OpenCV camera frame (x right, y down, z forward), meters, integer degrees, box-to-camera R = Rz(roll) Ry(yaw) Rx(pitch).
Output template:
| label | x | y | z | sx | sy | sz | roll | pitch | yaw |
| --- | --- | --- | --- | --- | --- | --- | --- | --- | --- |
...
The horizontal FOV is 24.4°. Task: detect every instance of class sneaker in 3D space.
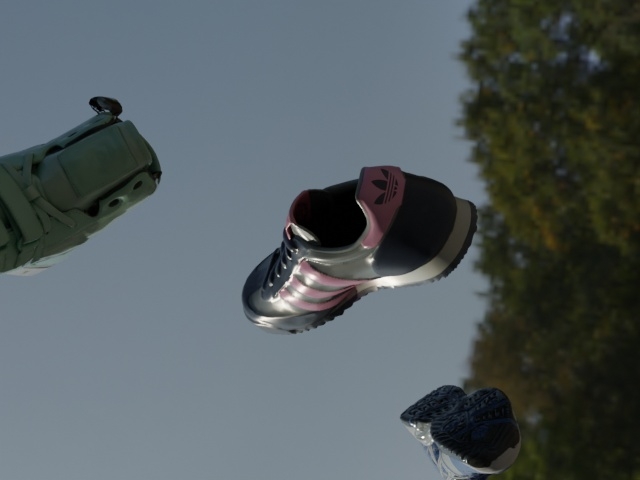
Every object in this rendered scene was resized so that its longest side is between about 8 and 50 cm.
| label | x | y | z | sx | sy | sz | roll | pitch | yaw |
| --- | --- | --- | --- | --- | --- | --- | --- | --- | --- |
| sneaker | -0.197 | -0.038 | 0.972 | 0.094 | 0.151 | 0.256 | 57 | -164 | 5 |
| sneaker | 0.143 | 0.186 | 1.359 | 0.081 | 0.080 | 0.211 | 58 | 172 | -7 |
| sneaker | 0.000 | 0.000 | 1.417 | 0.131 | 0.319 | 0.112 | 29 | -125 | -29 |
